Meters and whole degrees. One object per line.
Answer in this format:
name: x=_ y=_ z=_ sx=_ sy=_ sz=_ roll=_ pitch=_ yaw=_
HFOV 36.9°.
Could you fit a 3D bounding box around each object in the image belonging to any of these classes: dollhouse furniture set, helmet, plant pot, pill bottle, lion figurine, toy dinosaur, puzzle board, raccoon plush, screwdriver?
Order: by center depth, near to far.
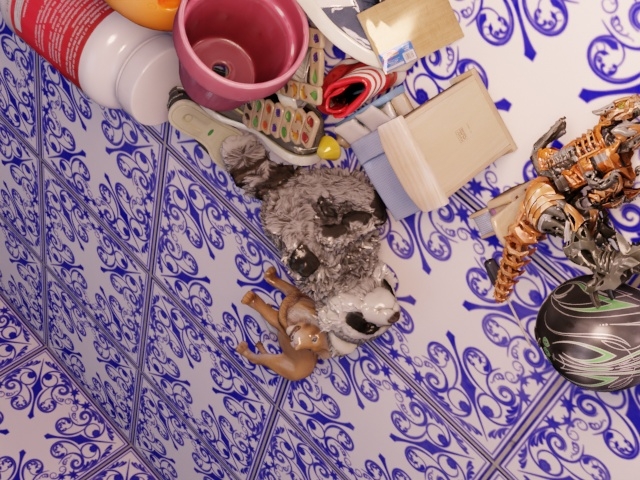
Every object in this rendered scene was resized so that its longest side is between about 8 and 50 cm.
toy dinosaur: x=0.349 y=-0.037 z=1.280 sx=0.218 sy=0.164 sz=0.322 roll=47 pitch=141 yaw=18
helmet: x=0.406 y=0.136 z=1.364 sx=0.161 sy=0.169 sz=0.169 roll=36 pitch=144 yaw=57
puzzle board: x=0.130 y=-0.310 z=1.383 sx=0.096 sy=0.128 sz=0.011 roll=64 pitch=-177 yaw=-11
dollhouse furniture set: x=0.131 y=-0.074 z=1.461 sx=0.303 sy=0.198 sz=0.286 roll=-21 pitch=101 yaw=51
plant pot: x=-0.138 y=-0.291 z=1.480 sx=0.201 sy=0.201 sz=0.180 roll=56 pitch=155 yaw=2
screwdriver: x=0.311 y=0.104 z=1.570 sx=0.170 sy=0.024 sz=0.025 roll=61 pitch=175 yaw=-9
raccoon plush: x=0.000 y=0.000 z=1.791 sx=0.446 sy=0.216 sz=0.299 roll=56 pitch=165 yaw=44
pill bottle: x=-0.431 y=-0.407 z=1.902 sx=0.407 sy=0.229 sz=0.229 roll=40 pitch=143 yaw=25
lion figurine: x=-0.054 y=0.209 z=2.047 sx=0.240 sy=0.142 sz=0.392 roll=37 pitch=156 yaw=15

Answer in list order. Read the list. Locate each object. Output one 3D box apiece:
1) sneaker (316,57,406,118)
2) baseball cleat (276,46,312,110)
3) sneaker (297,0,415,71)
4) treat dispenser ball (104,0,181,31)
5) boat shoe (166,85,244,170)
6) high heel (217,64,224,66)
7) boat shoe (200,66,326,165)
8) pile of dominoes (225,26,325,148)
sneaker: x=0.028 y=-0.240 z=1.547 sx=0.221 sy=0.128 sz=0.087 roll=-24 pitch=97 yaw=56
baseball cleat: x=-0.046 y=-0.322 z=1.617 sx=0.109 sy=0.072 sz=0.206 roll=-29 pitch=74 yaw=38
sneaker: x=0.034 y=-0.406 z=1.417 sx=0.350 sy=0.131 sz=0.148 roll=45 pitch=124 yaw=2
treat dispenser ball: x=-0.244 y=-0.483 z=1.552 sx=0.288 sy=0.288 sz=0.288 roll=32 pitch=139 yaw=33
boat shoe: x=-0.207 y=-0.214 z=1.867 sx=0.233 sy=0.084 sz=0.079 roll=40 pitch=-164 yaw=-39
high heel: x=-0.205 y=-0.439 z=1.763 sx=0.082 sy=0.117 sz=0.244 roll=63 pitch=-165 yaw=-86
boat shoe: x=-0.113 y=-0.248 z=1.745 sx=0.305 sy=0.109 sz=0.091 roll=34 pitch=139 yaw=23
pile of dominoes: x=-0.080 y=-0.259 z=1.567 sx=0.251 sy=0.040 sz=0.196 roll=27 pitch=121 yaw=52
